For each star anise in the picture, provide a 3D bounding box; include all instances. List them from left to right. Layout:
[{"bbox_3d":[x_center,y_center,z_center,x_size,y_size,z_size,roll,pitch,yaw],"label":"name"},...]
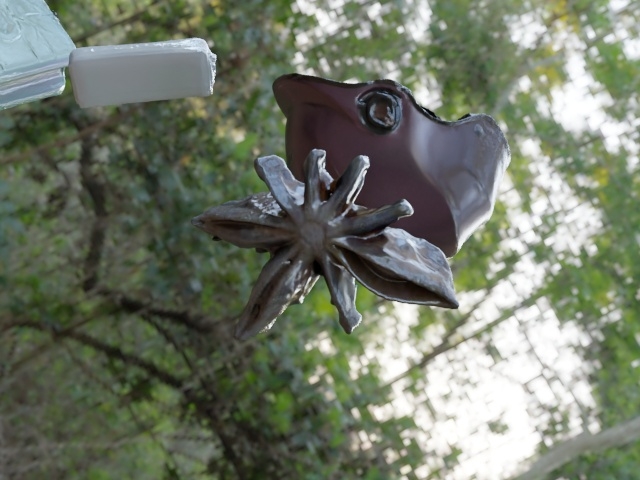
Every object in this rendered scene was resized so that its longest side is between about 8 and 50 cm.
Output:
[{"bbox_3d":[-0.005,0.000,1.300,0.110,0.258,0.198,-37,112,-65],"label":"star anise"}]

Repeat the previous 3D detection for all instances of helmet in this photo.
[{"bbox_3d":[0.079,-0.083,1.720,0.271,0.338,0.197,142,-39,-74],"label":"helmet"}]

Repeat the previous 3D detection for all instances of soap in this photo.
[{"bbox_3d":[-0.488,-0.248,1.678,0.173,0.290,0.095,54,-41,15],"label":"soap"}]

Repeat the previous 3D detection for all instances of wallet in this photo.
[{"bbox_3d":[-0.228,-0.217,1.651,0.095,0.190,0.033,86,-3,-52],"label":"wallet"}]
